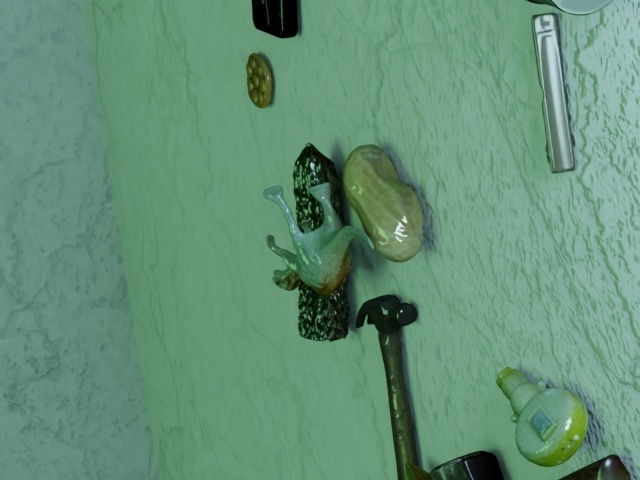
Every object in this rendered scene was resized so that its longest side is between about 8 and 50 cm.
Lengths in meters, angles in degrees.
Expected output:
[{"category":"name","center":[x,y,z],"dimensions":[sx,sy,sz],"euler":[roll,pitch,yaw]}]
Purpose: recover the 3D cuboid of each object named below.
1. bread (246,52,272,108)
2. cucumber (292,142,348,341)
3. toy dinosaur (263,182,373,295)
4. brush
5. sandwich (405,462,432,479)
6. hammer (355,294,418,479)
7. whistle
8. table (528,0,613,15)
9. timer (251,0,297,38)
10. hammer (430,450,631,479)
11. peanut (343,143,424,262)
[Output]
[{"category":"bread","center":[-0.119,-0.308,2.322],"dimensions":[0.110,0.024,0.110],"euler":[41,137,54]},{"category":"cucumber","center":[0.000,0.000,2.118],"dimensions":[0.096,0.096,0.360],"euler":[-148,52,-60]},{"category":"toy dinosaur","center":[0.002,-0.002,1.960],"dimensions":[0.393,0.092,0.206],"euler":[-1,112,56]},{"category":"brush","center":[0.277,-0.175,1.438],"dimensions":[0.027,0.034,0.190],"euler":[-132,32,-78]},{"category":"sandwich","center":[0.186,0.411,1.943],"dimensions":[0.116,0.074,0.074],"euler":[-116,21,-68]},{"category":"hammer","center":[0.134,0.306,2.012],"dimensions":[0.168,0.044,0.440],"euler":[11,111,65]},{"category":"whistle","center":[0.279,0.218,1.573],"dimensions":[0.104,0.057,0.198],"euler":[-54,26,9]},{"category":"table","center":[0.232,-0.332,1.335],"dimensions":[0.220,0.126,0.126],"euler":[-142,44,-57]},{"category":"timer","center":[-0.090,-0.459,2.135],"dimensions":[0.144,0.055,0.187],"euler":[-144,47,-59]},{"category":"hammer","center":[0.300,0.370,1.621],"dimensions":[0.409,0.095,0.243],"euler":[-47,58,57]},{"category":"peanut","center":[0.095,-0.062,1.854],"dimensions":[0.214,0.090,0.099],"euler":[61,142,33]}]
